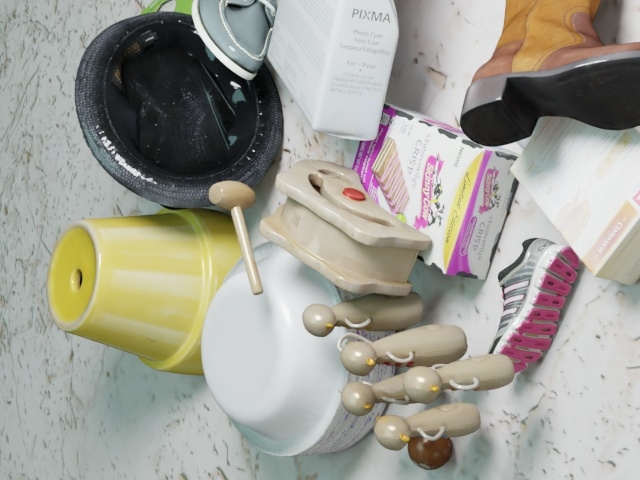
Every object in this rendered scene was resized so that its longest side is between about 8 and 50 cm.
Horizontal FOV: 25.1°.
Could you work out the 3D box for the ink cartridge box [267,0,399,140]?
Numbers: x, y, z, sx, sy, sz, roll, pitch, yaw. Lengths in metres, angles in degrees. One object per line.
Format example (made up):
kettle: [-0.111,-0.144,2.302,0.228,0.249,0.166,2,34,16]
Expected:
ink cartridge box: [0.036,-0.359,1.825,0.308,0.091,0.385,-117,38,-62]

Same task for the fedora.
fedora: [-0.214,-0.168,2.105,0.152,0.334,0.334,117,145,-59]

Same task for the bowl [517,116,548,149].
bowl: [0.249,-0.180,1.652,0.142,0.053,0.142,-57,43,31]

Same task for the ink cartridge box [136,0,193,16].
ink cartridge box: [-0.284,-0.301,2.340,0.188,0.097,0.255,-32,59,45]

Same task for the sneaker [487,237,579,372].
sneaker: [0.229,0.070,1.620,0.075,0.063,0.170,44,117,53]

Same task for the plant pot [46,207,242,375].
plant pot: [-0.263,0.066,2.118,0.254,0.239,0.254,-14,72,51]

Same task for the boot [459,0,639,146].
boot: [0.294,-0.233,1.536,0.264,0.096,0.280,-17,38,43]

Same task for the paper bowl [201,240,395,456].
paper bowl: [-0.046,0.139,1.869,0.284,0.148,0.284,-4,85,49]

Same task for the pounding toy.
pounding toy: [0.000,0.000,1.767,0.269,0.154,0.155,33,115,30]

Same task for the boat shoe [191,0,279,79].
boat shoe: [-0.111,-0.351,2.072,0.099,0.116,0.319,-41,31,25]

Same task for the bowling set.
bowling set: [0.093,0.188,1.655,0.287,0.154,0.200,-149,55,-63]

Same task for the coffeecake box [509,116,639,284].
coffeecake box: [0.307,-0.068,1.537,0.142,0.068,0.185,-56,43,26]

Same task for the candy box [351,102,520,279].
candy box: [0.130,-0.066,1.766,0.233,0.071,0.159,30,107,51]
